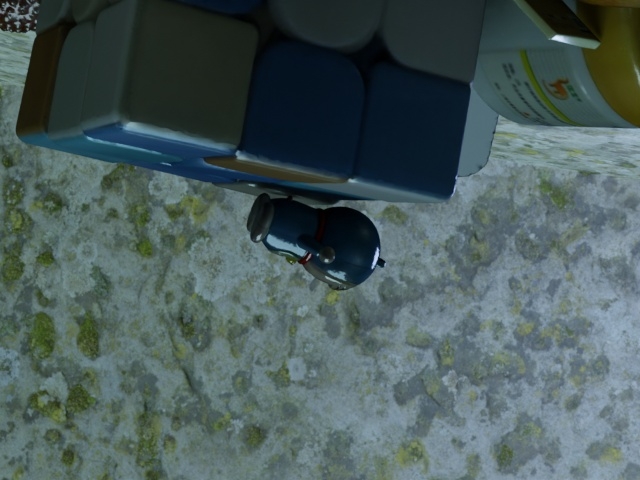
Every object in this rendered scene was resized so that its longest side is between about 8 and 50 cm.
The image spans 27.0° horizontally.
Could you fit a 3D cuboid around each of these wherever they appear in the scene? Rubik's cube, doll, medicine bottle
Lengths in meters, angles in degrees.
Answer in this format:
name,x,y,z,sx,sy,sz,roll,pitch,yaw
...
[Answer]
name,x,y,z,sx,sy,sz,roll,pitch,yaw
Rubik's cube,-0.067,-0.231,1.301,0.346,0.347,0.344,10,176,-26
doll,0.000,0.000,1.372,0.151,0.086,0.114,20,-163,-18
medicine bottle,0.287,-0.225,1.293,0.237,0.238,0.232,12,177,-37

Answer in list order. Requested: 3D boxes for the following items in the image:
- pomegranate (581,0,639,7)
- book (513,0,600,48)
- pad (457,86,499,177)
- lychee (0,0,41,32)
name,x,y,z,sx,sy,sz,roll,pitch,yaw
pomegranate,0.194,-0.273,0.825,0.252,0.229,0.270,13,173,33
book,0.165,-0.230,1.140,0.172,0.012,0.118,52,-155,17
pad,0.152,-0.242,1.682,0.314,0.063,0.375,11,136,3
lychee,-0.394,-0.352,1.767,0.165,0.165,0.197,8,161,17
